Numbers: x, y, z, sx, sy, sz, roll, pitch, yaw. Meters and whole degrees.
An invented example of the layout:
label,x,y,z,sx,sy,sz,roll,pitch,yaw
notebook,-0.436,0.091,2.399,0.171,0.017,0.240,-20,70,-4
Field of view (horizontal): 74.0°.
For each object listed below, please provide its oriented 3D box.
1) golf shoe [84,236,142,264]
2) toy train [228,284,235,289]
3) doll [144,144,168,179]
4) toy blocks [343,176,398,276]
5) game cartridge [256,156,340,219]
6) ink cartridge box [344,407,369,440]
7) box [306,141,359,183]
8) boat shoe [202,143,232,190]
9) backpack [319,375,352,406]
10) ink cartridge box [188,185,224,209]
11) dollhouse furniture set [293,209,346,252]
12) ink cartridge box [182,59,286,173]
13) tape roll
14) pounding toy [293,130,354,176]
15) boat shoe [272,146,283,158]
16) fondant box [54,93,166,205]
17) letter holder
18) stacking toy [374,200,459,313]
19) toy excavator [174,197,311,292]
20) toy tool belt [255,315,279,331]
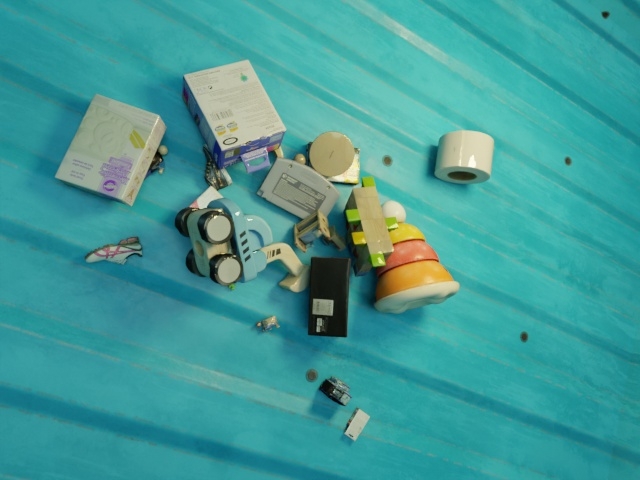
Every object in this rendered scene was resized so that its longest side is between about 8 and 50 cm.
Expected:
label,x,y,z,sx,sy,sz,roll,pitch,yaw
golf shoe,-0.725,0.050,1.494,0.186,0.067,0.085,-20,93,-21
toy train,-0.365,0.163,1.640,0.083,0.017,0.023,35,65,-13
doll,-0.642,-0.287,1.568,0.129,0.046,0.189,47,72,-11
toy blocks,0.178,-0.028,1.731,0.191,0.260,0.380,-6,66,-13
game cartridge,-0.080,-0.202,1.713,0.298,0.062,0.198,28,103,-15
ink cartridge box,0.148,0.761,1.762,0.063,0.029,0.115,40,75,-13
box,0.054,-0.327,1.823,0.233,0.044,0.159,3,84,-19
boat shoe,-0.421,-0.279,1.636,0.083,0.065,0.183,-33,97,-21
backpack,0.071,0.607,1.708,0.114,0.105,0.084,42,73,-14
ink cartridge box,-0.393,-0.071,1.613,0.218,0.092,0.158,45,73,-9
dollhouse furniture set,0.000,0.000,1.717,0.129,0.128,0.183,-32,124,19
ink cartridge box,-0.314,-0.451,1.600,0.270,0.151,0.395,-25,79,-23
tape roll,0.654,-0.373,1.938,0.247,0.246,0.168,12,82,-18
pounding toy,0.021,-0.347,1.749,0.237,0.110,0.183,-35,111,10
boat shoe,-0.208,-0.394,1.730,0.059,0.063,0.169,-26,85,-18
fondant box,-0.724,-0.315,1.486,0.239,0.096,0.329,19,79,-1
letter holder,0.042,0.217,1.712,0.152,0.214,0.301,2,89,6
stacking toy,0.348,0.046,1.790,0.351,0.350,0.478,-7,72,-20
toy excavator,-0.235,0.038,1.535,0.446,0.223,0.432,-22,110,-37
toy tool belt,-0.207,0.333,1.663,0.084,0.052,0.051,-22,84,-20
